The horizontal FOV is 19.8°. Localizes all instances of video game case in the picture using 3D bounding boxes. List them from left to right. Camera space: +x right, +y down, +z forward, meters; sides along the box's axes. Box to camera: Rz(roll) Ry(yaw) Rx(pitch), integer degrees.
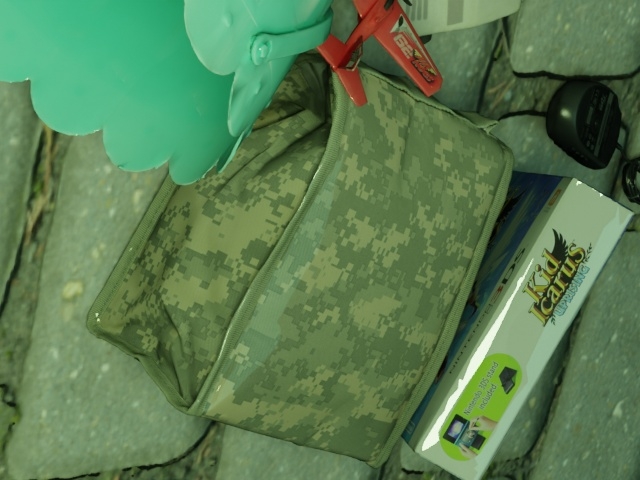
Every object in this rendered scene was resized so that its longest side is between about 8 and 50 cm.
[{"bbox_3d":[0.141,0.061,1.517,0.061,0.269,0.244,31,90,-7],"label":"video game case"}]

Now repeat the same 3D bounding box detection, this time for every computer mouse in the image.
[{"bbox_3d":[0.266,-0.088,1.709,0.242,0.041,0.071,33,71,-53],"label":"computer mouse"}]

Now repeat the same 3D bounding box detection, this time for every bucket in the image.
[{"bbox_3d":[-0.111,-0.188,1.107,0.183,0.281,0.281,-52,138,-22],"label":"bucket"}]

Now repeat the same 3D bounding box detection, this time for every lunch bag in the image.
[{"bbox_3d":[0.000,0.000,1.393,0.235,0.169,0.287,22,100,-47],"label":"lunch bag"}]

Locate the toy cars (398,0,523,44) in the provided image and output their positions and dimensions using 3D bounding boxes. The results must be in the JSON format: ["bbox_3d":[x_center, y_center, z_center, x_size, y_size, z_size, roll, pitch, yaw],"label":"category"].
[{"bbox_3d":[0.065,-0.246,1.378,0.394,0.087,0.176,29,91,-49],"label":"toy cars"}]

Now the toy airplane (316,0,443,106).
[{"bbox_3d":[0.033,-0.148,1.293,0.151,0.028,0.151,36,42,-41],"label":"toy airplane"}]
